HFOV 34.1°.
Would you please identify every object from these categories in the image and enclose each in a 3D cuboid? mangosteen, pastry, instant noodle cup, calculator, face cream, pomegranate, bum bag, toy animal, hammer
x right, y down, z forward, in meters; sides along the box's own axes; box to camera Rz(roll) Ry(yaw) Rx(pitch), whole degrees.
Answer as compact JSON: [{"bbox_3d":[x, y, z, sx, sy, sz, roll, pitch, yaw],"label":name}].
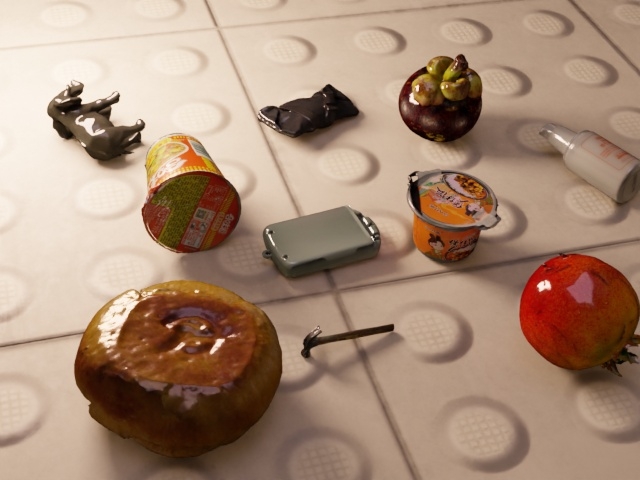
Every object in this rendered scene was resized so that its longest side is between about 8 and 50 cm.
[{"bbox_3d":[0.274,-0.329,2.326,0.192,0.217,0.192,6,46,-6],"label":"mangosteen"},{"bbox_3d":[-0.232,0.203,1.721,0.356,0.164,0.356,4,35,-3],"label":"pastry"},{"bbox_3d":[0.250,-0.037,2.058,0.177,0.125,0.208,-17,45,-24],"label":"instant noodle cup"},{"bbox_3d":[0.000,0.000,2.052,0.246,0.045,0.141,-15,45,-21],"label":"calculator"},{"bbox_3d":[0.586,-0.186,2.277,0.101,0.101,0.251,-26,49,-30],"label":"face cream"},{"bbox_3d":[0.462,0.133,1.829,0.235,0.210,0.210,41,48,3],"label":"pomegranate"},{"bbox_3d":[-0.022,-0.296,2.378,0.123,0.060,0.248,34,48,30],"label":"bum bag"},{"bbox_3d":[-0.493,-0.268,2.261,0.146,0.114,0.245,-30,51,-34],"label":"toy animal"},{"bbox_3d":[0.052,0.168,1.866,0.182,0.062,0.017,-9,43,-25],"label":"hammer"},{"bbox_3d":[-0.272,-0.109,2.068,0.193,0.193,0.212,-8,35,-14],"label":"instant noodle cup"}]
